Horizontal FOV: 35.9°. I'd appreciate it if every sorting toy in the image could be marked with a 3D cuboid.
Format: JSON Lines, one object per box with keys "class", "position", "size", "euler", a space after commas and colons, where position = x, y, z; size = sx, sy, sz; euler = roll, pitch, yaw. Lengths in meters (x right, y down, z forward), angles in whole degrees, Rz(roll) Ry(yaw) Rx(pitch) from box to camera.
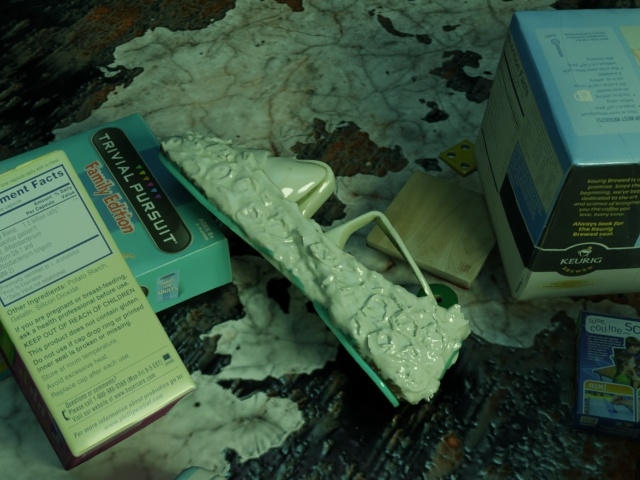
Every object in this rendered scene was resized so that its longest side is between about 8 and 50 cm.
{"class": "sorting toy", "position": [0.145, -0.012, 1.163], "size": [0.132, 0.046, 0.274], "euler": [23, 53, 20]}

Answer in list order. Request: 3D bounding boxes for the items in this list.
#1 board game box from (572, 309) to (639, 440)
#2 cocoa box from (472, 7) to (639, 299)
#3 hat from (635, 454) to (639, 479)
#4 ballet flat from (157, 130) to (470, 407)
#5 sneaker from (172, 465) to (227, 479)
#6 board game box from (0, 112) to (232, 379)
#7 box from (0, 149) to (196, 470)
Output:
{"class": "board game box", "position": [0.366, 0.147, 1.023], "size": [0.201, 0.035, 0.136], "euler": [9, 49, 8]}
{"class": "cocoa box", "position": [0.371, -0.097, 1.068], "size": [0.347, 0.228, 0.231], "euler": [-3, 52, -8]}
{"class": "hat", "position": [0.372, 0.206, 0.872], "size": [0.331, 0.331, 0.134], "euler": [-25, 11, -20]}
{"class": "ballet flat", "position": [0.000, 0.000, 1.061], "size": [0.147, 0.147, 0.409], "euler": [-36, 70, -27]}
{"class": "sneaker", "position": [-0.053, 0.285, 0.771], "size": [0.208, 0.127, 0.319], "euler": [14, 14, 6]}
{"class": "board game box", "position": [-0.309, 0.004, 1.134], "size": [0.336, 0.079, 0.254], "euler": [-24, 52, -19]}
{"class": "box", "position": [-0.239, 0.075, 0.916], "size": [0.117, 0.213, 0.243], "euler": [-28, 84, -22]}
